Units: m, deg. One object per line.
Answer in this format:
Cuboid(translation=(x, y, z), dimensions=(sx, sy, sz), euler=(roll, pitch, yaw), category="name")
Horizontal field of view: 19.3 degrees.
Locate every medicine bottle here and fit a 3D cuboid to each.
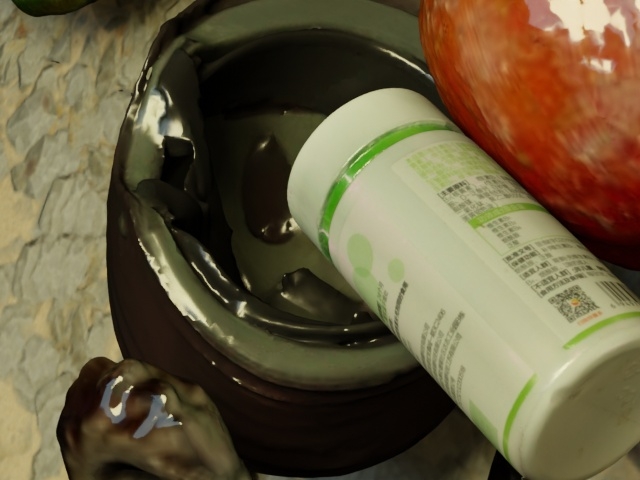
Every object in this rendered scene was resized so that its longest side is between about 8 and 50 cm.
Cuboid(translation=(0.067, 0.017, 0.812), dimensions=(0.086, 0.086, 0.183), euler=(-54, 49, 15), category="medicine bottle")

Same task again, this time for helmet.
Cuboid(translation=(0.000, 0.000, 1.006), dimensions=(0.305, 0.225, 0.177), euler=(-70, -3, -45), category="helmet")

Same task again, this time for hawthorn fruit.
Cuboid(translation=(0.175, -0.064, 0.857), dimensions=(0.242, 0.242, 0.271), euler=(-26, 70, 35), category="hawthorn fruit")

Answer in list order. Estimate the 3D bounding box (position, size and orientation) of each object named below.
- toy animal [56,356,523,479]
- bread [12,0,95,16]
Cuboid(translation=(0.036, 0.186, 0.824), dimensions=(0.344, 0.302, 0.194), euler=(0, 31, 40), category="toy animal")
Cuboid(translation=(-0.192, -0.342, 1.231), dimensions=(0.366, 0.129, 0.381), euler=(-13, 98, 50), category="bread")
